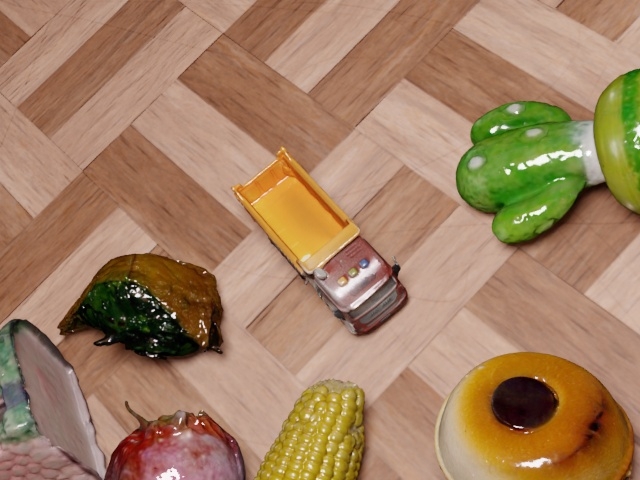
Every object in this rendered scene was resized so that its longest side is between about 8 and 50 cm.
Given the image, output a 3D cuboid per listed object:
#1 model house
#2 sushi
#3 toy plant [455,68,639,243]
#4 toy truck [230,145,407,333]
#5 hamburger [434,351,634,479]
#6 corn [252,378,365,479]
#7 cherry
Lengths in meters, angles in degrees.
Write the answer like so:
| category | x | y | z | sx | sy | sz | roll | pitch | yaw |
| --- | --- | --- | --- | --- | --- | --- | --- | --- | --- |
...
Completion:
| category | x | y | z | sx | sy | sz | roll | pitch | yaw |
| --- | --- | --- | --- | --- | --- | --- | --- | --- | --- |
| model house | -0.456 | 0.263 | 1.371 | 0.237 | 0.202 | 0.237 | -31 | 52 | 1 |
| sushi | -0.264 | 0.094 | 1.430 | 0.287 | 0.149 | 0.140 | 3 | 68 | 16 |
| toy plant | 0.329 | -0.104 | 1.326 | 0.316 | 0.184 | 0.224 | -10 | 54 | 34 |
| toy truck | 0.000 | 0.000 | 1.390 | 0.114 | 0.135 | 0.270 | -40 | 57 | -4 |
| hamburger | 0.245 | 0.229 | 1.161 | 0.237 | 0.147 | 0.237 | -8 | 42 | 8 |
| corn | -0.032 | 0.330 | 1.233 | 0.130 | 0.130 | 0.347 | 13 | 65 | 26 |
| cherry | -0.191 | 0.333 | 1.263 | 0.192 | 0.175 | 0.249 | -5 | 68 | 46 |
